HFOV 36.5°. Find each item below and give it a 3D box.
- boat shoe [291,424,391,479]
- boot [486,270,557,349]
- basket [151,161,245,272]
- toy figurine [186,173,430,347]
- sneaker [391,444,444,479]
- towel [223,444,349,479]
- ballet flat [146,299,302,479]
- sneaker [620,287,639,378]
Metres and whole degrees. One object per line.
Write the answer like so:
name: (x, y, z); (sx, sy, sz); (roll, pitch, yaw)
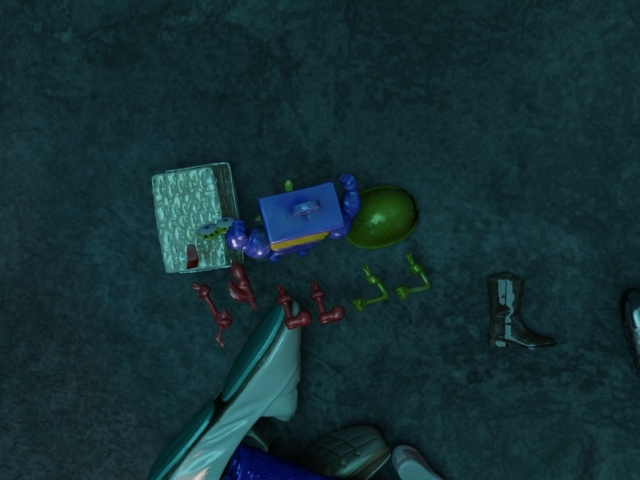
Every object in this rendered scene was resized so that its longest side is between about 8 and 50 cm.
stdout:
boat shoe: (-0.011, 0.409, 1.497); (0.324, 0.123, 0.116); (-40, 109, 15)
boot: (0.301, 0.104, 1.447); (0.106, 0.037, 0.114); (1, 90, 9)
basket: (-0.191, -0.034, 1.497); (0.113, 0.103, 0.167); (-8, 92, 11)
toy figurine: (0.000, 0.000, 1.337); (0.362, 0.217, 0.191); (-11, 73, -12)
sneaker: (0.156, 0.363, 1.491); (0.051, 0.070, 0.134); (-40, 115, 3)
towel: (-0.021, 0.439, 1.405); (0.308, 0.076, 0.228); (21, 112, -13)
ballet flat: (-0.116, 0.267, 1.506); (0.139, 0.139, 0.400); (38, 104, 6)
sneaker: (0.518, 0.162, 1.389); (0.132, 0.086, 0.229); (-17, 101, 7)
